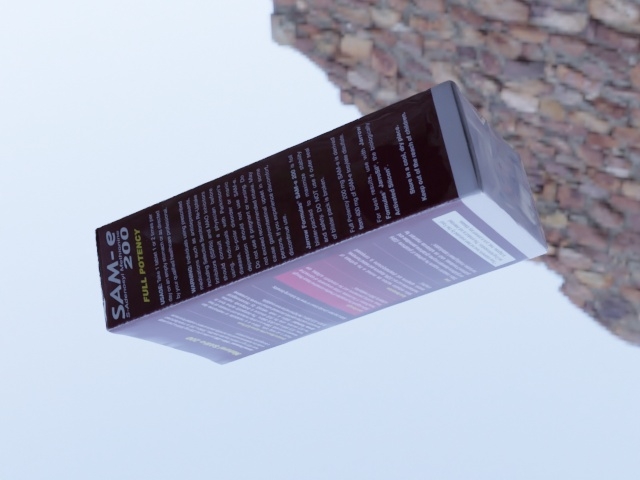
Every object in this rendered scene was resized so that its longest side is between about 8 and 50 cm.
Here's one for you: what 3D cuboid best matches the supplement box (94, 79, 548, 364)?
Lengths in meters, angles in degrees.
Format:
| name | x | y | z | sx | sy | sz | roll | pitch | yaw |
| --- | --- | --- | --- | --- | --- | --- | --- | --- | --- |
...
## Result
| name | x | y | z | sx | sy | sz | roll | pitch | yaw |
| --- | --- | --- | --- | --- | --- | --- | --- | --- | --- |
| supplement box | 0.000 | 0.000 | 0.653 | 0.239 | 0.130 | 0.073 | -21 | -113 | 20 |
